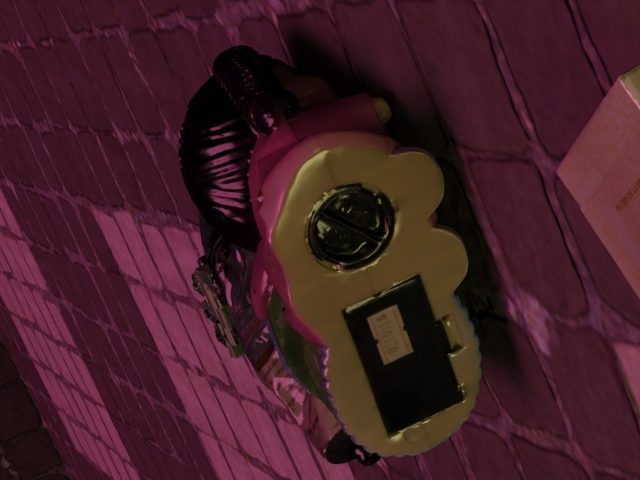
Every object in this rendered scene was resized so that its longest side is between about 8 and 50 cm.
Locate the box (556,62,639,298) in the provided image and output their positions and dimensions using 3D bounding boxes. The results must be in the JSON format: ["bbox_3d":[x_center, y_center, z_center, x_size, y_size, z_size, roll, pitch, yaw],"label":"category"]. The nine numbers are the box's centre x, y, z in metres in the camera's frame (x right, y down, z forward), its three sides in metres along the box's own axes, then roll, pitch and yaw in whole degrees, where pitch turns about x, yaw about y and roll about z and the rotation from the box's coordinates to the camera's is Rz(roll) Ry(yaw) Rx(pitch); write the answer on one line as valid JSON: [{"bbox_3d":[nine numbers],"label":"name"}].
[{"bbox_3d":[0.149,0.021,0.631,0.167,0.024,0.090,59,163,13],"label":"box"}]

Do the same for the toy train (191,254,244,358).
[{"bbox_3d":[-0.067,0.049,1.300,0.053,0.033,0.083,11,127,65],"label":"toy train"}]

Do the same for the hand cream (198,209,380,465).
[{"bbox_3d":[-0.022,0.056,1.175,0.248,0.052,0.075,57,141,37],"label":"hand cream"}]

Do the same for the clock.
[{"bbox_3d":[0.000,0.000,0.916,0.195,0.100,0.194,-131,20,-60],"label":"clock"}]
